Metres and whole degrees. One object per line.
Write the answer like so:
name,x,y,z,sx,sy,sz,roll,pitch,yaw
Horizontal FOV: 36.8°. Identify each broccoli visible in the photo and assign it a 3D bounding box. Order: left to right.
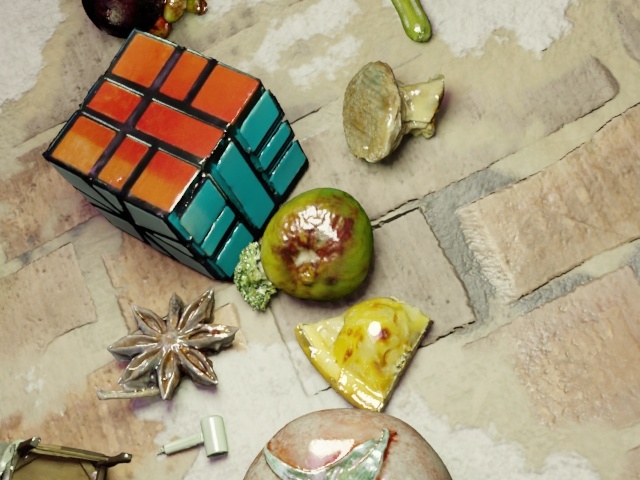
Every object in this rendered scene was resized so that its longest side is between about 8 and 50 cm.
broccoli,-0.105,0.058,1.605,0.095,0.092,0.097,41,76,-1

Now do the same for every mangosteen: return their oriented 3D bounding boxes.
mangosteen,-0.341,-0.482,1.868,0.250,0.211,0.211,16,68,-11

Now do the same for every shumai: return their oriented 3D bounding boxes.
shumai,0.129,-0.219,1.654,0.153,0.161,0.209,-3,29,-16

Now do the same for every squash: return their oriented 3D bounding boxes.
squash,0.161,-0.436,1.779,0.052,0.052,0.183,-22,63,5

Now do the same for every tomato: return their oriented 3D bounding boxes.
tomato,0.037,0.386,1.311,0.317,0.282,0.316,-8,62,15

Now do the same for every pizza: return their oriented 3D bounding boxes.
pizza,0.058,0.150,1.527,0.204,0.080,0.188,31,77,26

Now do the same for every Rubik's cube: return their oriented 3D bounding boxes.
Rubik's cube,-0.230,-0.135,1.621,0.293,0.288,0.283,28,75,26

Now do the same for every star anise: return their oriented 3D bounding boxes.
star anise,-0.254,0.186,1.594,0.230,0.081,0.262,36,69,26

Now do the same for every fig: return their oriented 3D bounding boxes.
fig,0.000,0.000,1.566,0.181,0.181,0.191,13,43,20

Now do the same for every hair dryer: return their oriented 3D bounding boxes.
hair dryer,-0.209,0.328,1.547,0.124,0.038,0.063,-20,63,12

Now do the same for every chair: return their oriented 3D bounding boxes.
chair,-0.440,0.400,1.526,0.186,0.319,0.160,19,67,-25
